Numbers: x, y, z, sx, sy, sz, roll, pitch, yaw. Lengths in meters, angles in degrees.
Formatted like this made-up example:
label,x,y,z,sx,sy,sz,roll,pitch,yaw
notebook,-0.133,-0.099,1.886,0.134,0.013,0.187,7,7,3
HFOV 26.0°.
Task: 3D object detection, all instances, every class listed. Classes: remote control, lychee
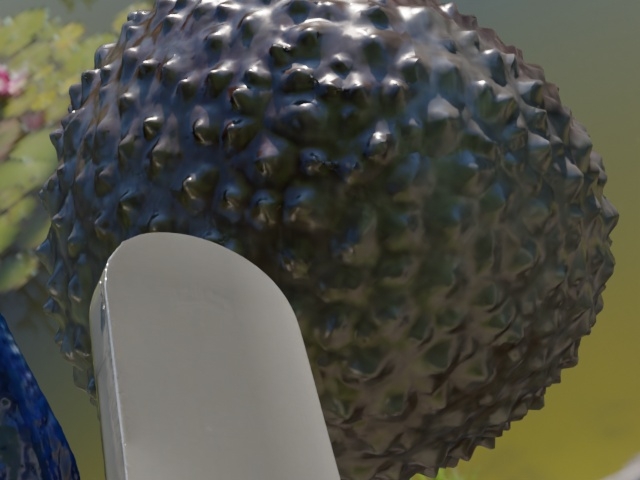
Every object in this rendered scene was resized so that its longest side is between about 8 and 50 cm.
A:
label,x,y,z,sx,sy,sz,roll,pitch,yaw
remote control,-0.028,0.083,0.424,0.022,0.077,0.245,-59,30,32
lychee,0.004,-0.002,0.714,0.300,0.300,0.300,-19,40,16

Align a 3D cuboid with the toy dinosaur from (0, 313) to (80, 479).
label,x,y,z,sx,sy,sz,roll,pitch,yaw
toy dinosaur,-0.078,0.037,0.336,0.248,0.075,0.188,48,110,20
